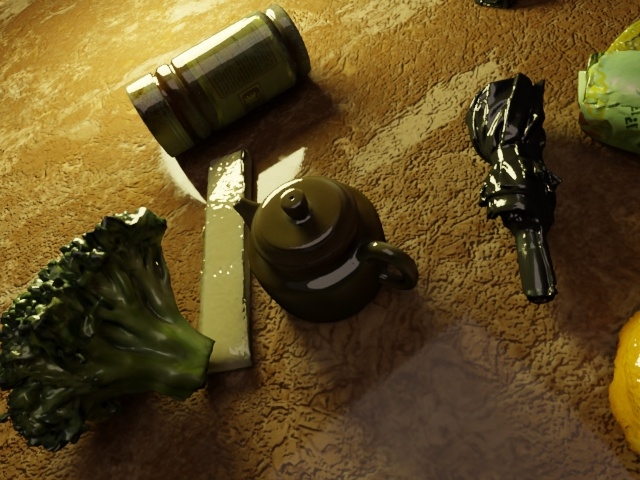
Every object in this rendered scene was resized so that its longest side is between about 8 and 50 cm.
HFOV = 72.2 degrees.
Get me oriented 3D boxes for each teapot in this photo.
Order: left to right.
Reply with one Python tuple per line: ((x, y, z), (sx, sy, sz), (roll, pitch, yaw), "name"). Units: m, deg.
((0.000, 0.000, 0.574), (0.267, 0.175, 0.186), (18, 68, 26), "teapot")

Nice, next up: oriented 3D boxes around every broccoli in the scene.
((-0.260, 0.119, 0.577), (0.288, 0.245, 0.248), (-56, 12, 18), "broccoli")

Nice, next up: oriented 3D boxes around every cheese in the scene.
((-0.149, 0.010, 0.701), (0.085, 0.034, 0.400), (-16, 55, 13), "cheese")

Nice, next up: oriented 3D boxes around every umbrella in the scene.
((0.269, -0.081, 0.593), (0.118, 0.118, 0.340), (-6, 63, 14), "umbrella")

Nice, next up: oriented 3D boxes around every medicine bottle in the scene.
((-0.188, -0.305, 0.840), (0.322, 0.151, 0.151), (-32, 55, -4), "medicine bottle")

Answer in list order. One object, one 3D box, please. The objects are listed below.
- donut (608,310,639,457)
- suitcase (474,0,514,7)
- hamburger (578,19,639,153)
((0.411, 0.140, 0.397), (0.253, 0.118, 0.253), (-19, 48, 22), "donut")
((0.358, -0.513, 0.854), (0.086, 0.059, 0.126), (26, 69, 31), "suitcase")
((0.476, -0.222, 0.588), (0.214, 0.125, 0.235), (38, 90, 23), "hamburger")
